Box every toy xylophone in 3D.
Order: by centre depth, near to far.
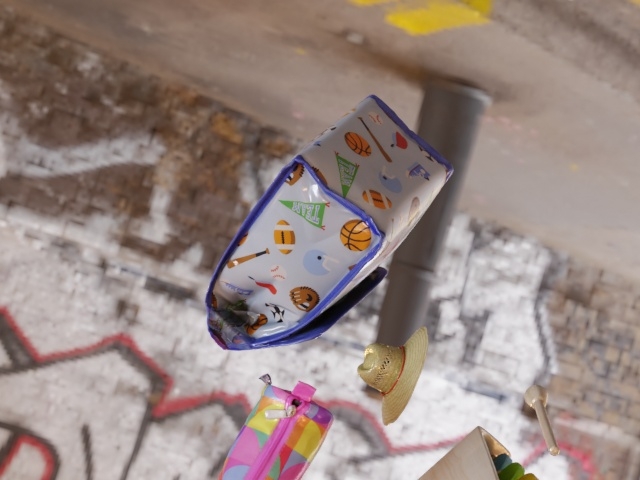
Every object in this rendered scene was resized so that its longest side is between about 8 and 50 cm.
[{"bbox_3d":[0.202,0.299,1.441,0.081,0.236,0.322,45,-163,-9],"label":"toy xylophone"}]

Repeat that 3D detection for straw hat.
[{"bbox_3d":[0.080,0.158,1.548,0.061,0.144,0.144,22,173,-7],"label":"straw hat"}]

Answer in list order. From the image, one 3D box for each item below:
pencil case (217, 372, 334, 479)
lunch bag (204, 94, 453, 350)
[{"bbox_3d":[-0.074,0.274,1.419,0.104,0.236,0.104,26,164,8],"label":"pencil case"},{"bbox_3d":[0.000,0.000,2.051,0.239,0.385,0.328,44,-146,4],"label":"lunch bag"}]
